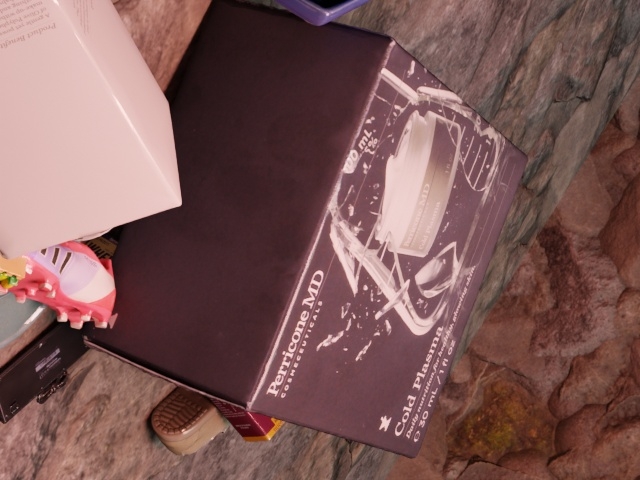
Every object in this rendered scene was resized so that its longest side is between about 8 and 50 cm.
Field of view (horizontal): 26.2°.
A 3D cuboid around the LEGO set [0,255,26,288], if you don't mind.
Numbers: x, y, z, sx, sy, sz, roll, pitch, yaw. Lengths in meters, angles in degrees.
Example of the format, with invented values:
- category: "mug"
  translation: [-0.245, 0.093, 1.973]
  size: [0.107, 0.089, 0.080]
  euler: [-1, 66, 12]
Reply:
- category: "LEGO set"
  translation: [-0.394, -0.008, 1.346]
  size: [0.132, 0.107, 0.287]
  euler: [-25, 136, -1]

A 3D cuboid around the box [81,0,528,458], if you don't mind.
- category: "box"
  translation: [0.000, 0.000, 1.853]
  size: [0.472, 0.297, 0.480]
  euler: [27, 83, -56]

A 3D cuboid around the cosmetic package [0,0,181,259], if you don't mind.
- category: "cosmetic package"
  translation: [-0.282, -0.160, 1.245]
  size: [0.197, 0.155, 0.365]
  euler: [-16, 143, 6]

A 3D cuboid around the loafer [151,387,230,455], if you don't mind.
- category: "loafer"
  translation: [-0.165, 0.251, 2.222]
  size: [0.268, 0.102, 0.092]
  euler: [-33, 147, -32]

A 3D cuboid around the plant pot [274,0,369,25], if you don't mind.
- category: "plant pot"
  translation: [0.001, -0.404, 1.645]
  size: [0.236, 0.236, 0.212]
  euler: [-37, 155, -44]

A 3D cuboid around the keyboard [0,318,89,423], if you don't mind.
- category: "keyboard"
  translation: [-0.361, 0.164, 1.803]
  size: [0.180, 0.023, 0.108]
  euler: [-43, 145, -35]

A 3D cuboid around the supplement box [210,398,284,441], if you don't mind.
- category: "supplement box"
  translation: [-0.123, 0.209, 2.132]
  size: [0.104, 0.188, 0.081]
  euler: [-46, -164, -29]

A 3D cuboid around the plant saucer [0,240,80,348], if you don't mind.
- category: "plant saucer"
  translation: [-0.373, 0.017, 1.582]
  size: [0.317, 0.043, 0.318]
  euler: [-46, 153, -32]

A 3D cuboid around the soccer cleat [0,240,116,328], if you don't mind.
- category: "soccer cleat"
  translation: [-0.312, 0.030, 1.593]
  size: [0.248, 0.083, 0.095]
  euler: [45, 44, -61]

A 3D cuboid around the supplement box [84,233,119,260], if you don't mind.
- category: "supplement box"
  translation: [-0.286, 0.050, 1.779]
  size: [0.083, 0.056, 0.083]
  euler: [-45, 153, -32]
